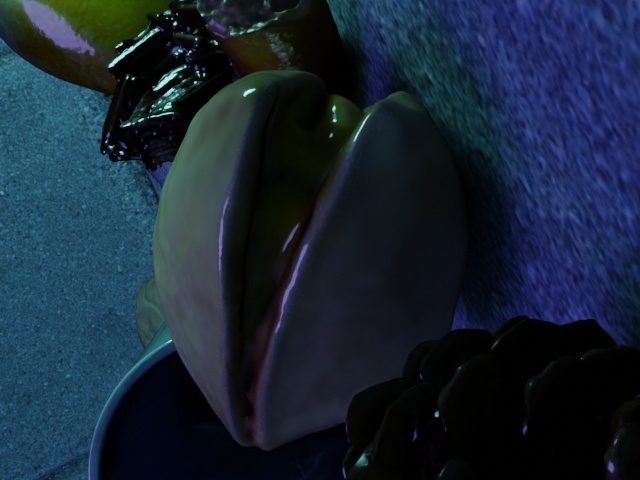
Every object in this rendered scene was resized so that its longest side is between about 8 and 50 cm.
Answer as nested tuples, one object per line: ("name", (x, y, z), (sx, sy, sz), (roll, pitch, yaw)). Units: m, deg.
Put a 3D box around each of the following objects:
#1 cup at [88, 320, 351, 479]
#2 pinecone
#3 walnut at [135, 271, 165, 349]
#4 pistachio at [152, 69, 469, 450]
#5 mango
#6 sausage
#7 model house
("cup", (-0.033, 0.191, 1.207), (0.331, 0.257, 0.311), (38, -174, -6))
("pinecone", (0.103, 0.130, 0.567), (0.204, 0.179, 0.184), (26, 111, 52))
("walnut", (-0.131, 0.095, 1.661), (0.224, 0.224, 0.224), (60, 170, 18))
("pistachio", (-0.011, 0.011, 0.792), (0.193, 0.214, 0.318), (16, 156, 10))
("mango", (-0.273, -0.283, 1.470), (0.384, 0.199, 0.221), (44, 157, 26))
("sausage", (-0.030, -0.098, 0.922), (0.302, 0.102, 0.076), (89, -172, -63))
("model house", (-0.152, -0.146, 1.261), (0.141, 0.164, 0.203), (60, 170, -12))
